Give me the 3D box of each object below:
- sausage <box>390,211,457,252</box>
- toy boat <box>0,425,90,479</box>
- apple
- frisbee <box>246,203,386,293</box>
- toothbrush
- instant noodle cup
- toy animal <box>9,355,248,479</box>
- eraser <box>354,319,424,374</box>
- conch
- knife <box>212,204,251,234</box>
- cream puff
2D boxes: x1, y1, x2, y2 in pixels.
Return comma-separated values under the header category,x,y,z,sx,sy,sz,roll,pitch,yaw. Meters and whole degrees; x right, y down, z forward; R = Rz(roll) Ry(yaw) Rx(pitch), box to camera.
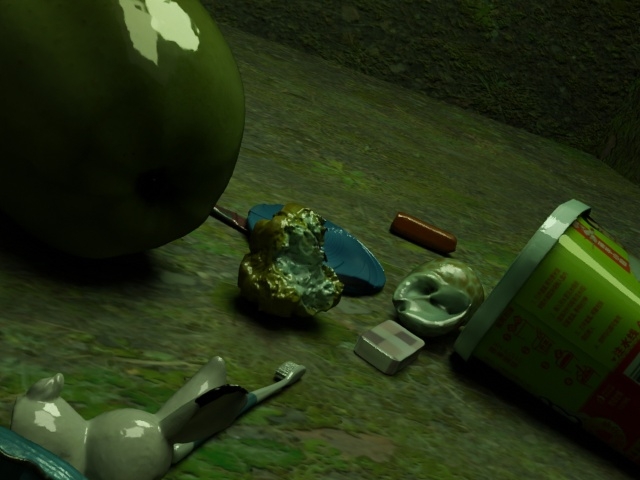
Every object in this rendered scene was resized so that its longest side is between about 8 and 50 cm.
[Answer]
category,x,y,z,sx,sy,sz,roll,pitch,yaw
sausage,0.194,-0.012,1.689,0.131,0.041,0.039,24,-2,-4
toy boat,-0.257,0.175,0.651,0.185,0.075,0.077,25,11,8
apple,-0.258,-0.158,1.103,0.357,0.357,0.357,22,20,-8
frisbee,0.000,0.000,1.416,0.242,0.045,0.242,24,21,-9
toothbrush,-0.084,0.170,0.944,0.025,0.019,0.276,26,19,19
instant noodle cup,0.392,0.138,1.260,0.308,0.294,0.294,39,23,16
toy animal,-0.157,0.164,0.736,0.182,0.127,0.131,7,18,-14
eraser,0.093,0.141,1.211,0.065,0.026,0.105,35,22,20
conch,0.173,0.087,1.329,0.116,0.106,0.173,23,42,25
knife,-0.141,-0.036,1.405,0.247,0.018,0.035,31,18,10
cream puff,-0.047,0.032,1.180,0.156,0.156,0.121,10,-6,-35
